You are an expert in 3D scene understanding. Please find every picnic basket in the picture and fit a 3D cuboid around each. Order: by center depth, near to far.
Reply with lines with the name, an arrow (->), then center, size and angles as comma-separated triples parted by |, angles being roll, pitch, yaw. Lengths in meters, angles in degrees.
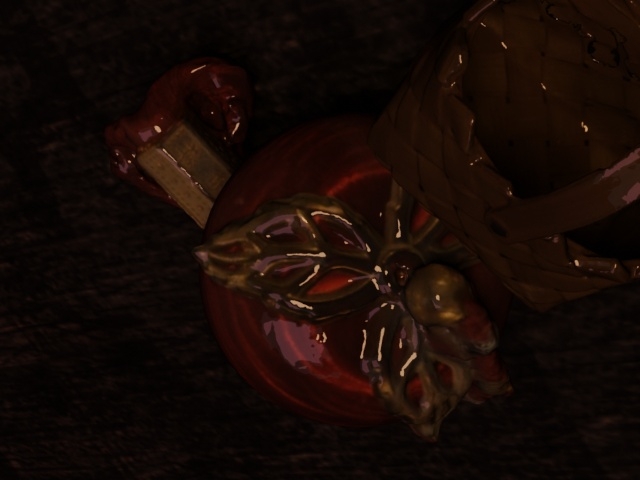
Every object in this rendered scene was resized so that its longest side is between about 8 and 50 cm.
picnic basket -> 0.112, -0.050, 0.674 | 0.138, 0.128, 0.178 | 43, 161, -12

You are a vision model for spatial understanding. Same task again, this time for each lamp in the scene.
lamp -> -0.006, 0.007, 0.819 | 0.215, 0.151, 0.223 | 52, 146, -13
